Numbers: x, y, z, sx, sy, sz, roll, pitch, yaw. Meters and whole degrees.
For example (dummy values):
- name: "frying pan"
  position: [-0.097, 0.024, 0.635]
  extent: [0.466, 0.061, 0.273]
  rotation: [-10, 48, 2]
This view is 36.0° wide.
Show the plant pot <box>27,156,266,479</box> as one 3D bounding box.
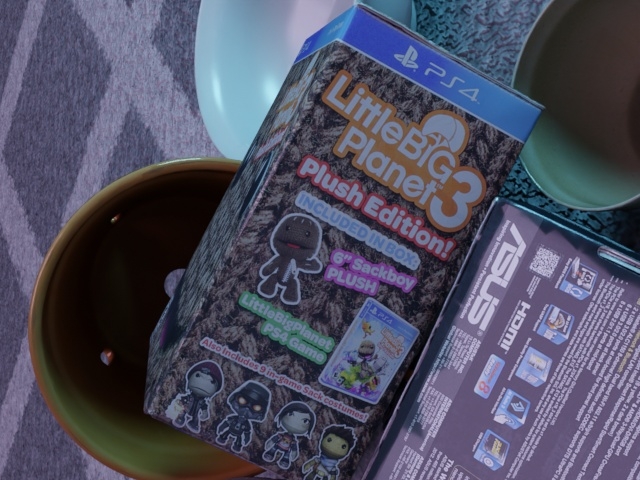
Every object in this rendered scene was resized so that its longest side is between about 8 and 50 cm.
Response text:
- name: "plant pot"
  position: [-0.122, 0.058, 0.936]
  extent: [0.203, 0.290, 0.291]
  rotation: [-145, 65, -74]

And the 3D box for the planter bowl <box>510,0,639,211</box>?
- name: "planter bowl"
  position: [0.223, -0.095, 0.666]
  extent: [0.162, 0.109, 0.162]
  rotation: [-10, 77, 54]

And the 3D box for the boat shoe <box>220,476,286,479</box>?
- name: "boat shoe"
  position: [0.007, 0.286, 0.787]
  extent: [0.324, 0.116, 0.123]
  rotation: [12, 116, 22]

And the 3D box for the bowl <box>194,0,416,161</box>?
- name: "bowl"
  position: [0.001, -0.210, 0.979]
  extent: [0.298, 0.134, 0.298]
  rotation: [-12, 76, 55]

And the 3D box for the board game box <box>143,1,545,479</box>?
- name: "board game box"
  position: [0.000, 0.000, 0.727]
  extent: [0.291, 0.141, 0.232]
  rotation: [-62, 11, 0]

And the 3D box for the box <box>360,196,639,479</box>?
- name: "box"
  position: [0.164, 0.214, 0.584]
  extent: [0.318, 0.097, 0.395]
  rotation: [30, 100, 34]

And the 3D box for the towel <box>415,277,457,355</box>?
- name: "towel"
  position: [0.029, 0.074, 0.967]
  extent: [0.282, 0.049, 0.187]
  rotation: [-62, 37, 29]

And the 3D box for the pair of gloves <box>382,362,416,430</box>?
- name: "pair of gloves"
  position: [0.086, 0.160, 0.914]
  extent: [0.083, 0.010, 0.074]
  rotation: [43, 120, 50]
